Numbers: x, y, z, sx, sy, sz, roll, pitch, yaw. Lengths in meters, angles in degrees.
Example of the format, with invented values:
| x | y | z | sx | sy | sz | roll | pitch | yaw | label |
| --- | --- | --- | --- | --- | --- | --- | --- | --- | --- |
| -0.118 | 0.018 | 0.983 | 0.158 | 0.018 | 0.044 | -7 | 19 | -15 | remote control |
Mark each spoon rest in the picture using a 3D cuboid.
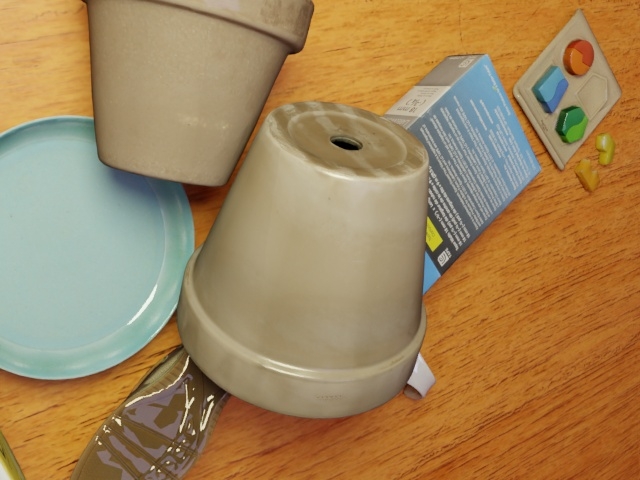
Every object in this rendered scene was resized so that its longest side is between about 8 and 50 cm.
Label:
| x | y | z | sx | sy | sz | roll | pitch | yaw | label |
| --- | --- | --- | --- | --- | --- | --- | --- | --- | --- |
| 0.111 | 0.177 | 1.138 | 0.137 | 0.084 | 0.276 | -51 | 123 | -13 | spoon rest |

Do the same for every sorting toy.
| x | y | z | sx | sy | sz | roll | pitch | yaw | label |
| --- | --- | --- | --- | --- | --- | --- | --- | --- | --- |
| 0.500 | -0.249 | 1.312 | 0.229 | 0.041 | 0.307 | -51 | 122 | -12 | sorting toy |

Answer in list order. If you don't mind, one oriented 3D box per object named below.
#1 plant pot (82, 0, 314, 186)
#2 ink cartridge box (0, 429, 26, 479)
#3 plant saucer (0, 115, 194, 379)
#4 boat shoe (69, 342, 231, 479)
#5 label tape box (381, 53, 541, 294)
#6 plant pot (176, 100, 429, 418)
| x | y | z | sx | sy | sz | roll | pitch | yaw | label |
| --- | --- | --- | --- | --- | --- | --- | --- | --- | --- |
| -0.154 | -0.185 | 0.782 | 0.263 | 0.263 | 0.229 | 7 | 98 | -33 | plant pot |
| -0.361 | 0.175 | 0.679 | 0.072 | 0.303 | 0.307 | -25 | 124 | -27 | ink cartridge box |
| -0.303 | 0.009 | 0.842 | 0.317 | 0.043 | 0.318 | -7 | 101 | -39 | plant saucer |
| -0.198 | 0.220 | 0.929 | 0.123 | 0.123 | 0.342 | 39 | 68 | -7 | boat shoe |
| 0.175 | -0.100 | 1.102 | 0.333 | 0.106 | 0.241 | -44 | 120 | -14 | label tape box |
| 0.000 | 0.000 | 0.832 | 0.323 | 0.323 | 0.280 | -9 | 130 | -31 | plant pot |
